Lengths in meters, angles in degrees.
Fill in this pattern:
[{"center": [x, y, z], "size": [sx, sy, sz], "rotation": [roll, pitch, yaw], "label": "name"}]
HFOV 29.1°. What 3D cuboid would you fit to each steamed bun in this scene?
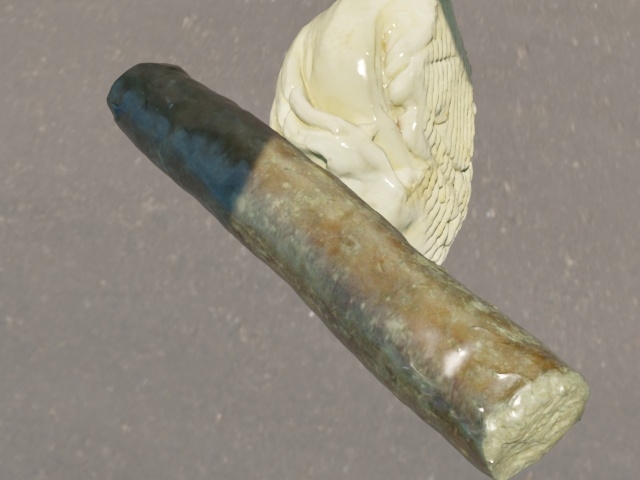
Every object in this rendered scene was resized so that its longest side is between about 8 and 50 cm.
[{"center": [0.044, -0.124, 1.337], "size": [0.203, 0.276, 0.289], "rotation": [4, 131, 25], "label": "steamed bun"}]

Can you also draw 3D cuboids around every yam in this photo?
[{"center": [0.000, 0.000, 0.553], "size": [0.274, 0.061, 0.061], "rotation": [41, 122, 30], "label": "yam"}]
